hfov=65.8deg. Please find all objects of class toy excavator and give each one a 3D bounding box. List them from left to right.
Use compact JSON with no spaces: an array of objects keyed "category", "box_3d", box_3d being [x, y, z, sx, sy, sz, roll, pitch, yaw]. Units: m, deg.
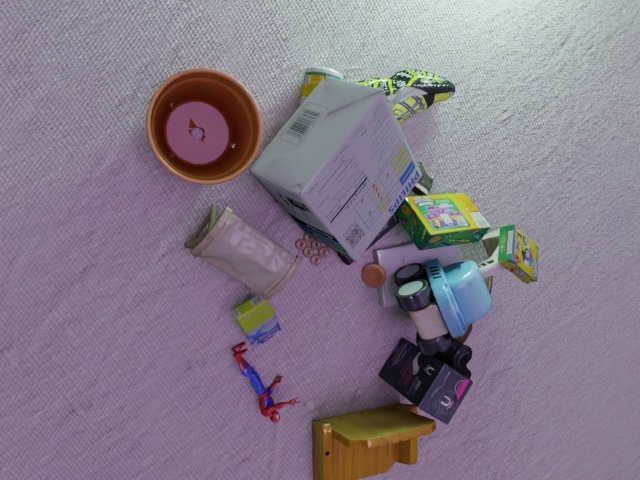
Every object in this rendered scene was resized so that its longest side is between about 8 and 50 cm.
[{"category":"toy excavator","box_3d":[0.487,0.132,1.626,0.445,0.433,0.222,-21,105,13]}]

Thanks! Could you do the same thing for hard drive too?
[{"category":"hard drive","box_3d":[0.341,0.104,1.728,0.308,0.040,0.202,-12,101,-19]}]

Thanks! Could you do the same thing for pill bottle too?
[{"category":"pill bottle","box_3d":[-0.006,-0.404,1.492,0.118,0.117,0.208,9,93,-21]}]

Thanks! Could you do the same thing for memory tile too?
[{"category":"memory tile","box_3d":[0.000,0.000,1.603,0.148,0.012,0.113,-46,110,-10]}]

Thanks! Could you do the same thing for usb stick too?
[{"category":"usb stick","box_3d":[0.170,-0.027,1.645,0.278,0.045,0.077,-40,110,-12]}]

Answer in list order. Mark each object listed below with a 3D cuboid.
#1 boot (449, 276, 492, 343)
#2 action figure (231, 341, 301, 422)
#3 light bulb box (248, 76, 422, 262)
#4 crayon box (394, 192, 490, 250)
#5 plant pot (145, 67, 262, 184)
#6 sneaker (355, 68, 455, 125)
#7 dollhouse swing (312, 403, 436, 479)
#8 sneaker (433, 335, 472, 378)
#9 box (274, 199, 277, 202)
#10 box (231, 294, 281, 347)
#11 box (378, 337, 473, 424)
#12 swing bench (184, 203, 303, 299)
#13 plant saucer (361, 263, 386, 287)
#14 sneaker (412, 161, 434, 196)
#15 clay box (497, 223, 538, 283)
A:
[{"category":"boot","box_3d":[0.516,0.223,1.780,0.115,0.112,0.305,27,89,-11]},{"category":"action figure","box_3d":[-0.162,0.443,1.556,0.139,0.091,0.280,-22,104,-7]},{"category":"light bulb box","box_3d":[0.059,-0.195,1.407,0.358,0.225,0.361,-52,140,-10]},{"category":"crayon box","box_3d":[0.404,-0.068,1.634,0.279,0.165,0.081,-7,142,-30]},{"category":"plant pot","box_3d":[-0.322,-0.299,1.342,0.291,0.203,0.290,-3,99,-20]},{"category":"sneaker","box_3d":[0.261,-0.452,1.597,0.385,0.145,0.147,-15,133,-21]},{"category":"dollhouse swing","box_3d":[0.186,0.702,1.609,0.347,0.305,0.315,-4,98,-21]},{"category":"sneaker","box_3d":[0.467,0.444,1.778,0.109,0.130,0.286,-23,131,-25]},{"category":"box","box_3d":[-0.087,-0.191,1.523,0.059,0.054,0.168,15,91,-22]},{"category":"box","box_3d":[-0.192,0.247,1.512,0.109,0.042,0.178,-32,140,-13]},{"category":"box","box_3d":[0.345,0.462,1.653,0.143,0.270,0.165,35,85,-20]},{"category":"swing bench","box_3d":[-0.225,0.034,1.393,0.253,0.255,0.165,36,84,-21]},{"category":"plant saucer","box_3d":[0.179,0.119,1.659,0.084,0.013,0.083,4,104,16]},{"category":"sneaker","box_3d":[0.307,-0.235,1.664,0.192,0.064,0.086,39,76,-21]},{"category":"clay box","box_3d":[0.655,0.050,1.614,0.222,0.053,0.127,29,63,-38]}]
